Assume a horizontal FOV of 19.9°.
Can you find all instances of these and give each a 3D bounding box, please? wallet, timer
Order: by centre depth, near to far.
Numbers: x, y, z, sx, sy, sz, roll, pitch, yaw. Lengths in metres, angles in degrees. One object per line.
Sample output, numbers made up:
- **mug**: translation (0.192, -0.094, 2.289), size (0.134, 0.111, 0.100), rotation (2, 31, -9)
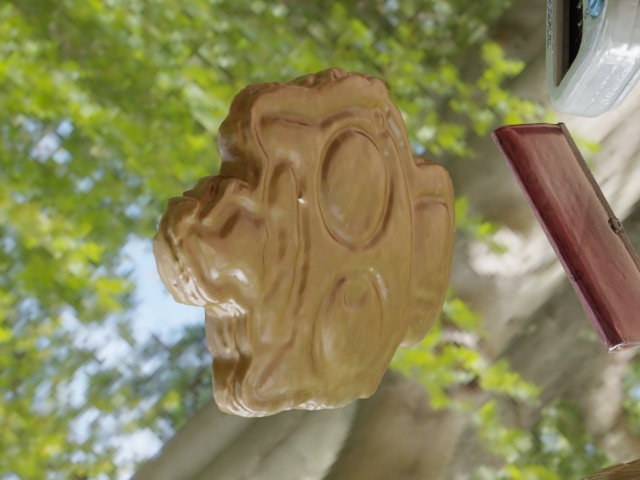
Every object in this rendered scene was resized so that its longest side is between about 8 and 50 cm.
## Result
- **wallet**: translation (0.241, -0.006, 1.671), size (0.119, 0.025, 0.232), rotation (-7, -115, -51)
- **timer**: translation (0.306, -0.273, 1.925), size (0.087, 0.237, 0.262), rotation (8, -115, -7)

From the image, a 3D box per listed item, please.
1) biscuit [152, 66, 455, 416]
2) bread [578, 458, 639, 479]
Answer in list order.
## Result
- **biscuit**: translation (0.004, 0.000, 1.410), size (0.376, 0.051, 0.269), rotation (-1, -85, -55)
- **bread**: translation (0.150, 0.197, 0.873), size (0.294, 0.132, 0.167), rotation (-17, -70, -64)
